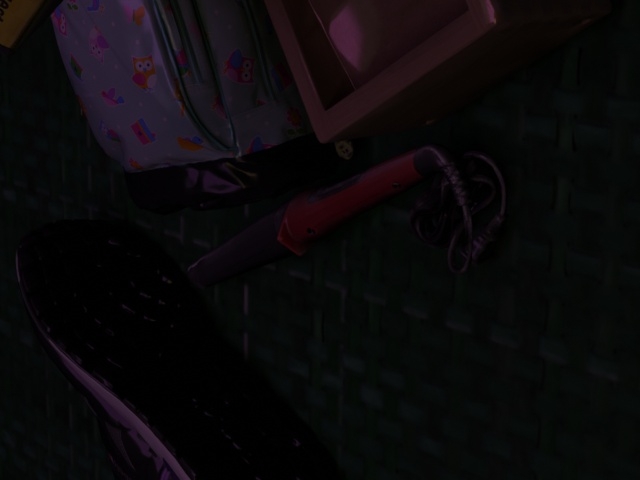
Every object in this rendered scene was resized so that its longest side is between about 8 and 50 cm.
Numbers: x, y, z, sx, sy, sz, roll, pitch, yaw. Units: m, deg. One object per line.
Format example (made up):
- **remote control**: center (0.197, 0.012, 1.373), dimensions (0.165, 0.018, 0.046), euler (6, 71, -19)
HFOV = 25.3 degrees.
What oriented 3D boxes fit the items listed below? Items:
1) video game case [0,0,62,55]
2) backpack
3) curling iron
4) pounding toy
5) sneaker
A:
- **video game case**: center (-0.037, -0.232, 0.629), dimensions (0.035, 0.275, 0.248), euler (38, 136, -10)
- **backpack**: center (-0.075, -0.108, 0.783), dimensions (0.152, 0.115, 0.182), euler (-6, 106, 43)
- **curling iron**: center (0.000, 0.000, 0.791), dimensions (0.274, 0.035, 0.068), euler (-15, 100, 50)
- **pounding toy**: center (0.061, -0.171, 0.643), dimensions (0.206, 0.094, 0.181), euler (-31, 76, 47)
- **sneaker**: center (-0.116, 0.111, 0.906), dimensions (0.283, 0.107, 0.124), euler (49, 137, 29)
